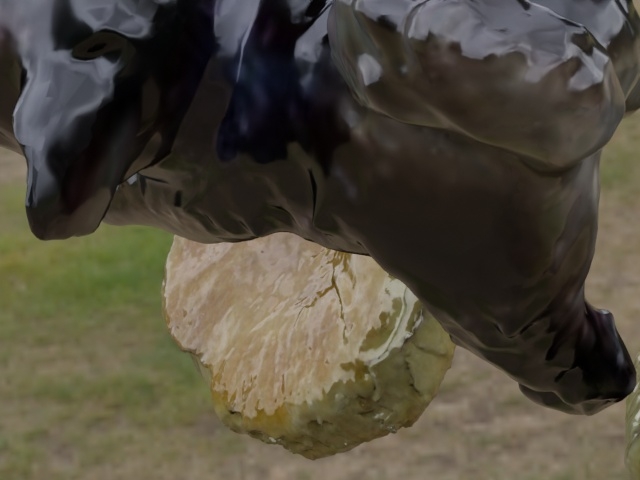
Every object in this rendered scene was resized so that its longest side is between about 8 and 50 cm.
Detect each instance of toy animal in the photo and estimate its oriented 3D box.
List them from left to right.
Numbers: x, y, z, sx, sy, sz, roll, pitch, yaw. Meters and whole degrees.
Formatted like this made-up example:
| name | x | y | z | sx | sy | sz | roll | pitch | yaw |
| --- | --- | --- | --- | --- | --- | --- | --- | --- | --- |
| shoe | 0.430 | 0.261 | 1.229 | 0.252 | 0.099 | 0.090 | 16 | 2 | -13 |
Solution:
| name | x | y | z | sx | sy | sz | roll | pitch | yaw |
| --- | --- | --- | --- | --- | --- | --- | --- | --- | --- |
| toy animal | -0.024 | -0.071 | 0.700 | 0.344 | 0.194 | 0.303 | 16 | -6 | 15 |

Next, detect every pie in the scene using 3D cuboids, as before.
| name | x | y | z | sx | sy | sz | roll | pitch | yaw |
| --- | --- | --- | --- | --- | --- | --- | --- | --- | --- |
| pie | 0.000 | 0.000 | 1.301 | 0.083 | 0.339 | 0.339 | 21 | -6 | -37 |

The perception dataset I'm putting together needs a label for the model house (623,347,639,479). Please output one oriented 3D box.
| name | x | y | z | sx | sy | sz | roll | pitch | yaw |
| --- | --- | --- | --- | --- | --- | --- | --- | --- | --- |
| model house | 0.246 | 0.051 | 0.814 | 0.234 | 0.175 | 0.193 | -45 | 4 | 23 |
